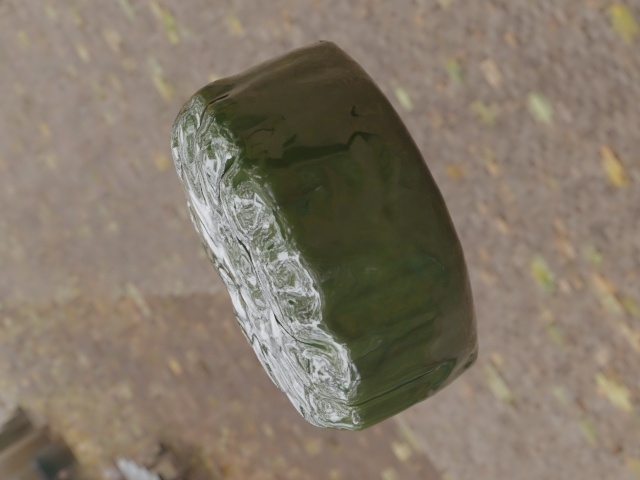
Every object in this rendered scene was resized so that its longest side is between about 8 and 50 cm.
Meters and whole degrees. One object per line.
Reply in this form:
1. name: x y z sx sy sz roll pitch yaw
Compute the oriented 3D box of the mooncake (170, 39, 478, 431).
1. mooncake: 0.000 0.000 1.822 0.356 0.194 0.356 63 173 13
